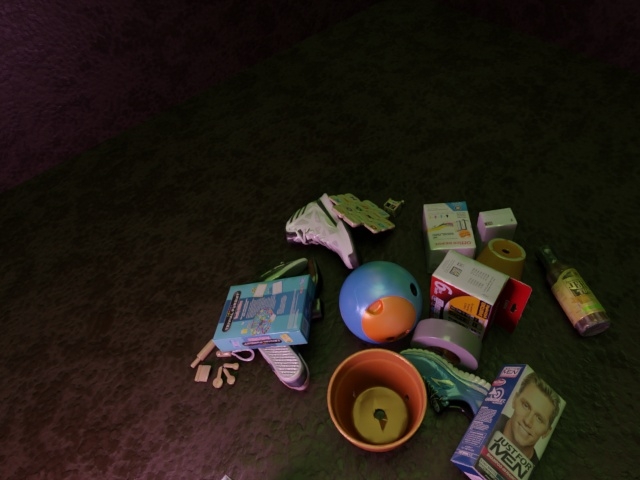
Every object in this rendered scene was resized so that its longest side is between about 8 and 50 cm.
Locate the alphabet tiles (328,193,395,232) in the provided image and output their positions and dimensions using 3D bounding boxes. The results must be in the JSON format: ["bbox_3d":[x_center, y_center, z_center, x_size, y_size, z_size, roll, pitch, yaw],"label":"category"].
[{"bbox_3d":[0.176,-0.119,1.837,0.278,0.021,0.284,39,31,27],"label":"alphabet tiles"}]

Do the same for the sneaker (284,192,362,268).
[{"bbox_3d":[0.000,0.000,1.821,0.257,0.169,0.448,-27,43,1],"label":"sneaker"}]

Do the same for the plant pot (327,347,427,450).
[{"bbox_3d":[0.177,0.512,1.321,0.290,0.204,0.291,-5,50,7],"label":"plant pot"}]

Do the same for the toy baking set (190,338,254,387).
[{"bbox_3d":[-0.358,0.437,1.607,0.196,0.030,0.256,24,60,24],"label":"toy baking set"}]

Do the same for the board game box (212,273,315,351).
[{"bbox_3d":[-0.197,0.264,1.560,0.335,0.079,0.254,-10,41,18],"label":"board game box"}]

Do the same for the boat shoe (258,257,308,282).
[{"bbox_3d":[-0.156,0.124,1.781,0.219,0.078,0.070,-29,53,-9],"label":"boat shoe"}]

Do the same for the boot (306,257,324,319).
[{"bbox_3d":[-0.131,0.207,1.710,0.280,0.096,0.264,-9,67,11],"label":"boot"}]

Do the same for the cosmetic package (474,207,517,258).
[{"bbox_3d":[0.658,-0.015,1.625,0.117,0.231,0.086,-8,51,5],"label":"cosmetic package"}]

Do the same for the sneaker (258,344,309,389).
[{"bbox_3d":[-0.140,0.404,1.530,0.126,0.128,0.321,-30,40,-7],"label":"sneaker"}]

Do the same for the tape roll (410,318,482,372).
[{"bbox_3d":[0.409,0.345,1.396,0.219,0.219,0.072,15,57,22],"label":"tape roll"}]

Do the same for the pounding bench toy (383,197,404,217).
[{"bbox_3d":[0.330,-0.159,1.924,0.065,0.052,0.083,30,63,30],"label":"pounding bench toy"}]

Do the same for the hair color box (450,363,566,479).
[{"bbox_3d":[0.547,0.549,1.234,0.174,0.105,0.347,44,65,-3],"label":"hair color box"}]

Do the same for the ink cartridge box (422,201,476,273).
[{"bbox_3d":[0.502,-0.009,1.694,0.171,0.168,0.233,-3,52,8],"label":"ink cartridge box"}]

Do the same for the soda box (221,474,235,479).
[{"bbox_3d":[-0.217,0.738,1.167,0.091,0.286,0.098,27,60,29],"label":"soda box"}]

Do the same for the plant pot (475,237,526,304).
[{"bbox_3d":[0.633,0.103,1.527,0.204,0.188,0.205,4,36,-3],"label":"plant pot"}]

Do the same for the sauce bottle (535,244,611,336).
[{"bbox_3d":[0.877,0.165,1.516,0.111,0.111,0.345,-15,51,-1],"label":"sauce bottle"}]

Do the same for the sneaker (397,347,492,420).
[{"bbox_3d":[0.378,0.463,1.368,0.329,0.130,0.147,22,57,26],"label":"sneaker"}]

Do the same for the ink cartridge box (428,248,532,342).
[{"bbox_3d":[0.513,0.216,1.420,0.271,0.310,0.130,27,62,29],"label":"ink cartridge box"}]

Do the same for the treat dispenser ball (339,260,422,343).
[{"bbox_3d":[0.209,0.216,1.496,0.287,0.288,0.288,-6,51,7],"label":"treat dispenser ball"}]
